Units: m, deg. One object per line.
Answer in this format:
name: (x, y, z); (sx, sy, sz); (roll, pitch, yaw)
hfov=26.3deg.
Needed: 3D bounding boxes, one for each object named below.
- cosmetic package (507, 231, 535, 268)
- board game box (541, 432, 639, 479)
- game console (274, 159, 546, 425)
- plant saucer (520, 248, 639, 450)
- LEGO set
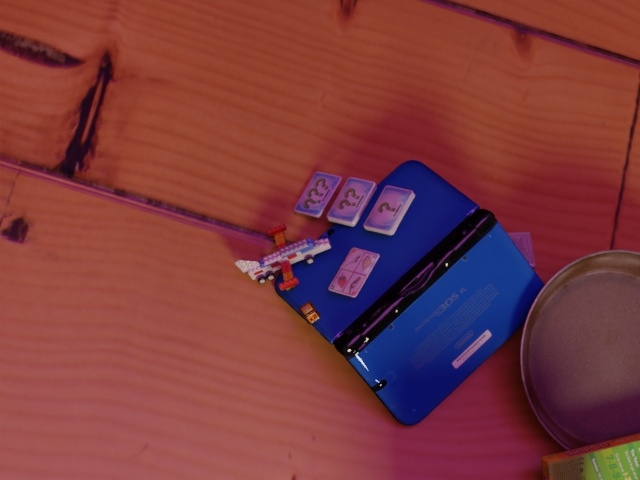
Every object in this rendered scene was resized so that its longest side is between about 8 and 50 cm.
cosmetic package: (0.257, 0.022, 2.044); (0.115, 0.041, 0.060); (-2, 72, -10)
board game box: (0.440, 0.337, 1.932); (0.260, 0.039, 0.124); (-10, 102, -11)
game console: (0.131, 0.072, 1.985); (0.293, 0.173, 0.250); (-42, 112, -9)
plant saucer: (0.424, 0.168, 1.978); (0.311, 0.050, 0.310); (1, 86, -14)
LEGO set: (0.000, 0.000, 1.956); (0.182, 0.060, 0.244); (15, 63, 35)
